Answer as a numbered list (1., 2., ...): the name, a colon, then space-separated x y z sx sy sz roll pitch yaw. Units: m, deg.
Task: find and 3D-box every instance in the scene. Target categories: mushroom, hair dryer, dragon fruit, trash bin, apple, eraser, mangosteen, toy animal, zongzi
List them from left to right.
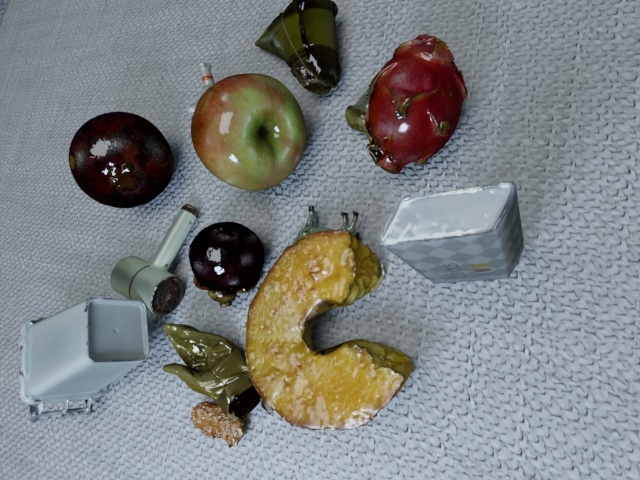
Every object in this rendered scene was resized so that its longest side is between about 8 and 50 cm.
1. trash bin: -0.663 0.324 1.290 0.367 0.256 0.296 -27 63 31
2. mangosteen: -0.642 -0.270 1.468 0.306 0.306 0.359 -48 41 7
3. hair dryer: -0.475 0.032 1.402 0.203 0.128 0.362 20 77 29
4. toy animal: -0.343 -0.422 1.449 0.138 0.140 0.282 -33 67 5
5. mangosteen: -0.258 0.073 1.241 0.211 0.211 0.250 22 117 30
6. apple: -0.201 -0.296 1.245 0.277 0.319 0.319 13 81 48
7. zongzi: -0.086 -0.548 1.374 0.317 0.154 0.289 -15 72 43
8. toy animal: -0.003 -0.001 1.197 0.217 0.073 0.176 6 84 23
9. mushroom: 0.196 -0.411 1.213 0.312 0.081 0.100 -43 65 4
10. dragon fruit: 0.221 -0.316 1.073 0.250 0.250 0.315 35 83 30
11. eraser: 0.273 0.009 0.867 0.213 0.397 0.082 -7 73 24

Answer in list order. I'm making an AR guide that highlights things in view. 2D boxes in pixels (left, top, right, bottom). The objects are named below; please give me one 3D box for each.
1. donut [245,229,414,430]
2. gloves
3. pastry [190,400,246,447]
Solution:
1. donut: 0.010 0.216 1.078 0.377 0.163 0.435 -20 70 22
2. gloves: -0.292 0.329 1.202 0.331 0.141 0.154 33 107 28
3. pastry: -0.259 0.472 1.193 0.169 0.063 0.087 15 91 24
